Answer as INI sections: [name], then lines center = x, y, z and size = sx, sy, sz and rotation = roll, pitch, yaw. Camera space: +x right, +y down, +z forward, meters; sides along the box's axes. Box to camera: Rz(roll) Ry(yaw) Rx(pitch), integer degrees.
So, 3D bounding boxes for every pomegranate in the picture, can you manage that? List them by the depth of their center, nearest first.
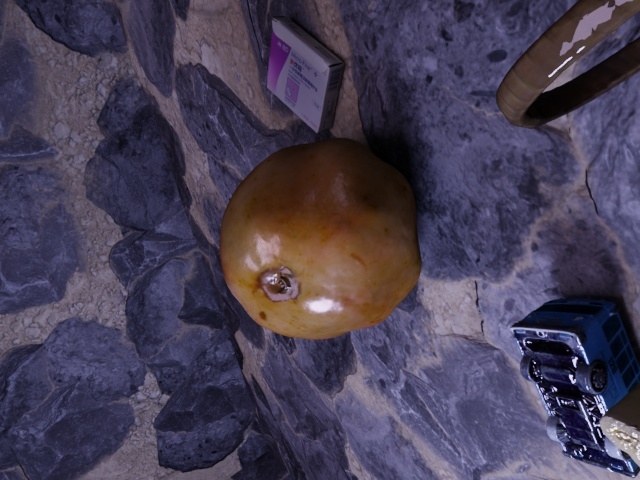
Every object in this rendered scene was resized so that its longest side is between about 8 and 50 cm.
[pomegranate]
center = 0.000, 0.000, 0.962
size = 0.411, 0.411, 0.411
rotation = 40, 143, 38

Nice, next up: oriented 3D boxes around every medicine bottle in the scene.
[medicine bottle]
center = -0.037, -0.357, 1.051
size = 0.201, 0.052, 0.171
rotation = 48, 147, 25

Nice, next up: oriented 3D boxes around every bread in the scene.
[bread]
center = 0.440, 0.217, 0.578
size = 0.139, 0.178, 0.060
rotation = 40, 139, 37

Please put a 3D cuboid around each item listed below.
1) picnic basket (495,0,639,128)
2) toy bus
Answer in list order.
[picnic basket]
center = 0.276, -0.185, 0.359
size = 0.337, 0.293, 0.337
rotation = 7, 103, 32
[toy bus]
center = 0.384, 0.198, 0.703
size = 0.116, 0.133, 0.234
rotation = -8, 111, 61
